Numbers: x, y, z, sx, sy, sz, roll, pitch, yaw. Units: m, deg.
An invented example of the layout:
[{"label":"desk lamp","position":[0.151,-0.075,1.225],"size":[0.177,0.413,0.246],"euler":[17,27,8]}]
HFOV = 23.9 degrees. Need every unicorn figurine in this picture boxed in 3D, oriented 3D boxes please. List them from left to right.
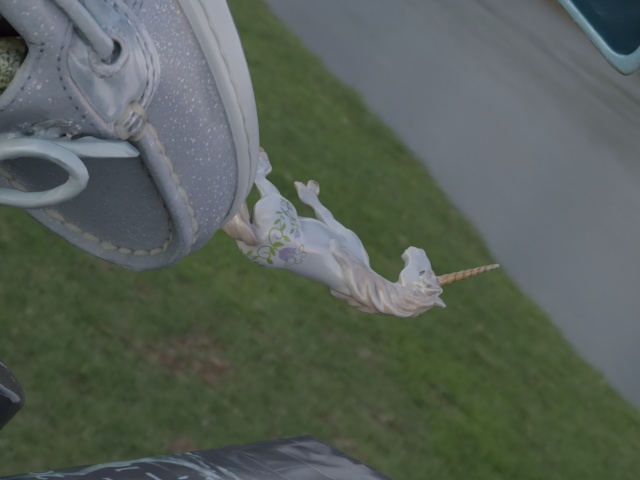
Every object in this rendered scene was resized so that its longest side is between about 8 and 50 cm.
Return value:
[{"label":"unicorn figurine","position":[0.000,0.000,0.856],"size":[0.162,0.060,0.111],"euler":[6,31,-32]}]

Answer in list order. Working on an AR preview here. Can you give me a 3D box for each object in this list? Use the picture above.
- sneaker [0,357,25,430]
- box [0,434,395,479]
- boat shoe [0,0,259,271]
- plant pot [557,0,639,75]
[{"label":"sneaker","position":[-0.307,0.075,0.999],"size":[0.270,0.145,0.090],"euler":[44,-1,44]},{"label":"box","position":[-0.072,0.313,0.675],"size":[0.472,0.297,0.480],"euler":[-4,14,-35]},{"label":"boat shoe","position":[-0.120,-0.081,0.387],"size":[0.118,0.103,0.320],"euler":[8,-30,29]},{"label":"plant pot","position":[0.340,-0.318,1.332],"size":[0.252,0.247,0.248],"euler":[-8,54,-42]}]
